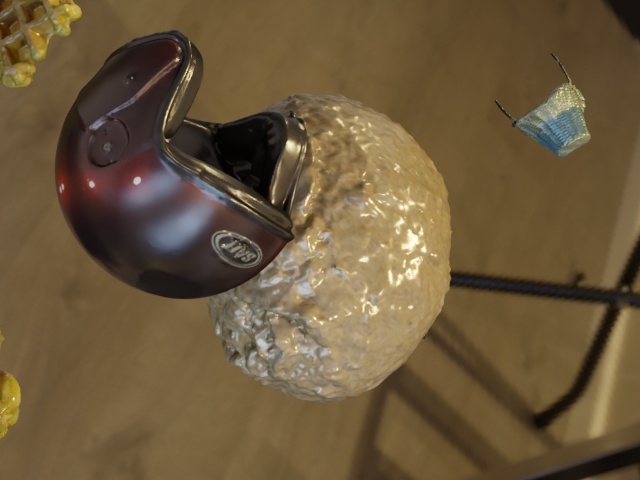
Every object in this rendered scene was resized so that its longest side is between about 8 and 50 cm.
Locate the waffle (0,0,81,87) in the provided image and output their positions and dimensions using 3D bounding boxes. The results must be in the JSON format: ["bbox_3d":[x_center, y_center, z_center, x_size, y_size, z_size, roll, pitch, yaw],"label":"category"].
[{"bbox_3d":[-0.406,-0.299,1.891,0.253,0.249,0.056,32,1,29],"label":"waffle"}]

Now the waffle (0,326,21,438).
[{"bbox_3d":[-0.399,0.116,1.371,0.261,0.324,0.151,4,77,-11],"label":"waffle"}]

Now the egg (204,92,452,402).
[{"bbox_3d":[0.000,0.000,1.469,0.279,0.279,0.310,32,39,-35],"label":"egg"}]

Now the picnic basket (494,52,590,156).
[{"bbox_3d":[0.191,-0.109,1.293,0.083,0.065,0.083,59,22,19],"label":"picnic basket"}]

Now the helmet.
[{"bbox_3d":[-0.113,-0.053,1.220,0.216,0.193,0.189,46,7,39],"label":"helmet"}]
